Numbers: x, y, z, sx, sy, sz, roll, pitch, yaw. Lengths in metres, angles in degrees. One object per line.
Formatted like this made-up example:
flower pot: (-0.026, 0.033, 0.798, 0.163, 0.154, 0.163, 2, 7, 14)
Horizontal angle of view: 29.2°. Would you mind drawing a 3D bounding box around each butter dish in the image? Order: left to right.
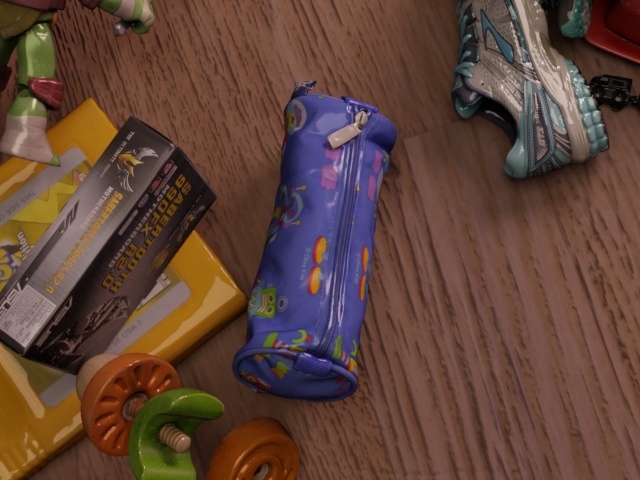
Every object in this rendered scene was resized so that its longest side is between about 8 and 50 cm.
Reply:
butter dish: (0.369, -0.260, 1.246, 0.160, 0.118, 0.160, 23, 80, 10)

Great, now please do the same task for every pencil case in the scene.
pencil case: (0.000, 0.000, 1.192, 0.119, 0.133, 0.306, 16, 68, -13)

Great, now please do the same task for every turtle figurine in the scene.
turtle figurine: (-0.275, -0.218, 1.277, 0.197, 0.275, 0.266, 18, 94, -6)

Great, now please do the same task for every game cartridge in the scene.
game cartridge: (-0.282, 0.054, 1.271, 0.323, 0.053, 0.285, -38, 77, -5)

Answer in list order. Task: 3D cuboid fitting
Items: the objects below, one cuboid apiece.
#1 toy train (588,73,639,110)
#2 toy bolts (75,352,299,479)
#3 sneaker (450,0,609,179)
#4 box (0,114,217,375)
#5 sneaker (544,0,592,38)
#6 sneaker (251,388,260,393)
toy train: (0.355, -0.145, 1.270, 0.158, 0.027, 0.036, 12, 68, 8)
toy bolts: (-0.161, 0.228, 1.193, 0.158, 0.218, 0.228, 27, 94, 44)
sneaker: (0.179, -0.192, 1.256, 0.122, 0.110, 0.283, -28, 76, 2)
box: (-0.201, 0.013, 1.156, 0.056, 0.183, 0.231, 34, 83, 13)
sneaker: (0.244, -0.271, 1.281, 0.076, 0.065, 0.166, -4, 51, 15)
sneaker: (-0.014, 0.117, 1.236, 0.067, 0.042, 0.118, 35, 81, 15)
